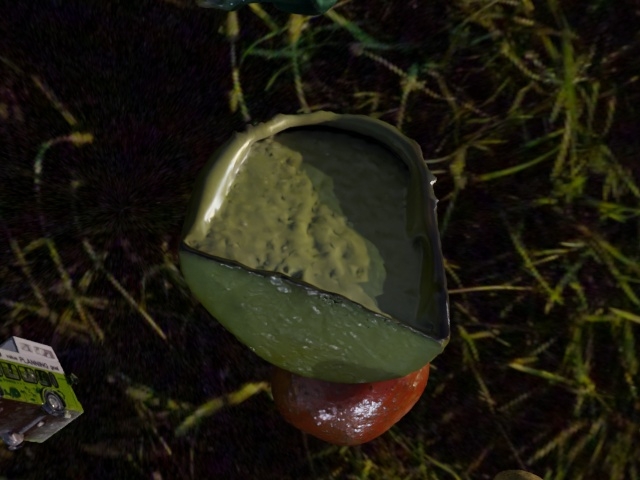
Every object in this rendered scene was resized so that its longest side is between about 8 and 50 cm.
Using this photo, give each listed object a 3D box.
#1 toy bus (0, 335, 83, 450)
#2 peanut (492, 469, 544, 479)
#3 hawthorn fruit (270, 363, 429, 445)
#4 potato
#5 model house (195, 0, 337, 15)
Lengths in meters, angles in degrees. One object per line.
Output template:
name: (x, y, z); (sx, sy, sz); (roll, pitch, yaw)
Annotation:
toy bus: (-0.481, 0.208, 1.348); (0.113, 0.301, 0.139); (-36, 63, 9)
peanut: (0.221, 0.451, 1.188); (0.147, 0.147, 0.319); (28, 79, -11)
hawthorn fruit: (0.064, 0.211, 1.646); (0.299, 0.275, 0.275); (-33, 99, 20)
potato: (0.000, 0.000, 1.181); (0.330, 0.213, 0.280); (18, 58, -3)
model house: (-0.131, -0.334, 0.709); (0.329, 0.252, 0.295); (10, 73, 11)
